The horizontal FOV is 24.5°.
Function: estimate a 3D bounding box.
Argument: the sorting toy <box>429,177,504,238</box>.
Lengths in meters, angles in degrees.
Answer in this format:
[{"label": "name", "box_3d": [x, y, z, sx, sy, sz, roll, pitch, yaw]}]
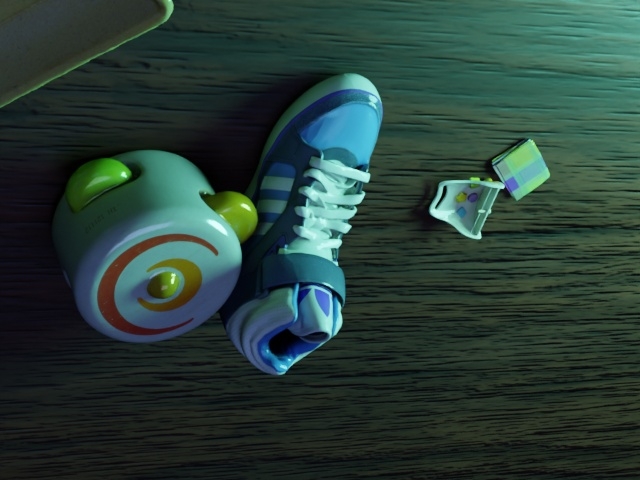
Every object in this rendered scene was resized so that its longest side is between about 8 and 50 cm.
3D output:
[{"label": "sorting toy", "box_3d": [0.176, -0.050, 1.833, 0.075, 0.045, 0.083, 6, 126, -22]}]

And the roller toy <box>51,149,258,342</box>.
[{"label": "roller toy", "box_3d": [-0.188, 0.011, 1.627, 0.209, 0.146, 0.191, 3, 127, -29]}]

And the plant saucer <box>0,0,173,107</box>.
[{"label": "plant saucer", "box_3d": [-0.353, -0.254, 1.301, 0.333, 0.081, 0.333, -22, 140, 28]}]

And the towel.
[{"label": "towel", "box_3d": [0.254, -0.091, 1.856, 0.060, 0.009, 0.083, -35, 136, 4]}]

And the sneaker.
[{"label": "sneaker", "box_3d": [-0.001, 0.000, 1.647, 0.130, 0.236, 0.322, 19, 118, -37]}]
